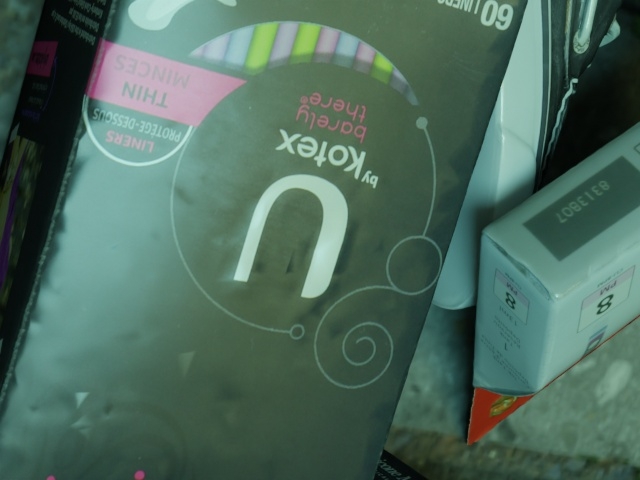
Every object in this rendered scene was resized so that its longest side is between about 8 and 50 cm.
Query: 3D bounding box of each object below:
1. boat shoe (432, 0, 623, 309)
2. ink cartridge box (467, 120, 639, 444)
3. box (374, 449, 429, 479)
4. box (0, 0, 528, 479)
[{"bbox_3d":[0.097,-0.116,0.816,0.102,0.108,0.301,-4,101,-29],"label":"boat shoe"},{"bbox_3d":[0.162,0.019,0.849,0.189,0.066,0.232,-34,150,-17],"label":"ink cartridge box"},{"bbox_3d":[-0.003,0.176,0.816,0.158,0.156,0.093,-8,109,-28],"label":"box"},{"bbox_3d":[-0.047,-0.007,0.723,0.165,0.143,0.270,13,99,-20],"label":"box"}]
